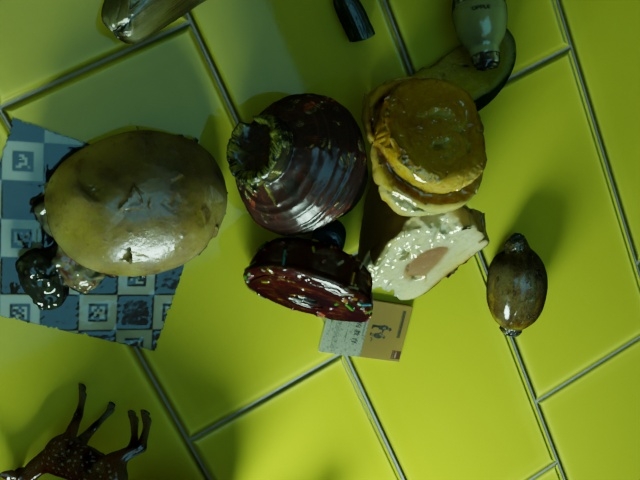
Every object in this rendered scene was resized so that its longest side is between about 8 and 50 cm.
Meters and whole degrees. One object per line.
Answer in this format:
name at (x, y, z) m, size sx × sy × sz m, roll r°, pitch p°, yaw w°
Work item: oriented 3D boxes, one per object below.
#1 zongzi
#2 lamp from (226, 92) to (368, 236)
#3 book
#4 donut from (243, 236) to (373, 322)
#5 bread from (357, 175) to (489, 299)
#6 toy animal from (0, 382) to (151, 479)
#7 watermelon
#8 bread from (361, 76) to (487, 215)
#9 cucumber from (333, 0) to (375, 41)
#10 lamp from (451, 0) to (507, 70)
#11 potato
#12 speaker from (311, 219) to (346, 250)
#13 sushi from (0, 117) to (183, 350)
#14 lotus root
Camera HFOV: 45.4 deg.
zongzi at (-0.203, -0.384, 1.199) m, size 0.242 × 0.112 × 0.221 m, roll 23°, pitch 92°, yaw -23°
lamp at (-0.039, -0.126, 1.251) m, size 0.247 × 0.247 × 0.246 m, roll -4°, pitch 103°, yaw -18°
book at (0.088, 0.169, 1.472) m, size 0.172 × 0.012 × 0.118 m, roll 10°, pitch 99°, yaw -21°
donut at (-0.015, 0.067, 1.312) m, size 0.235 × 0.235 × 0.089 m, roll 24°, pitch 69°, yaw -22°
bread at (0.184, 0.009, 1.364) m, size 0.184 × 0.211 × 0.224 m, roll 16°, pitch 91°, yaw -28°
toy animal at (-0.419, 0.370, 1.257) m, size 0.260 × 0.244 × 0.087 m, roll -62°, pitch 146°, yaw -27°
watermelon at (0.245, -0.284, 1.390) m, size 0.301 × 0.123 × 0.129 m, roll -31°, pitch 88°, yaw -13°
bread at (0.171, -0.159, 1.242) m, size 0.198 × 0.120 × 0.236 m, roll -9°, pitch 81°, yaw -23°
cucumber at (0.053, -0.395, 1.322) m, size 0.048 × 0.048 × 0.105 m, roll -31°, pitch 108°, yaw -10°
lamp at (0.278, -0.419, 1.351) m, size 0.101 × 0.101 × 0.250 m, roll -4°, pitch 83°, yaw -18°
potato at (-0.272, -0.063, 1.204) m, size 0.299 × 0.116 × 0.239 m, roll -12°, pitch 91°, yaw -24°
speaker at (0.001, 0.005, 1.375) m, size 0.094 × 0.075 × 0.060 m, roll -33°, pitch 103°, yaw 16°
sushi at (-0.378, 0.011, 1.245) m, size 0.339 × 0.069 × 0.320 m, roll 19°, pitch 95°, yaw -22°
lotus root at (0.388, 0.087, 1.506) m, size 0.120 × 0.120 × 0.209 m, roll -5°, pitch 104°, yaw -18°
